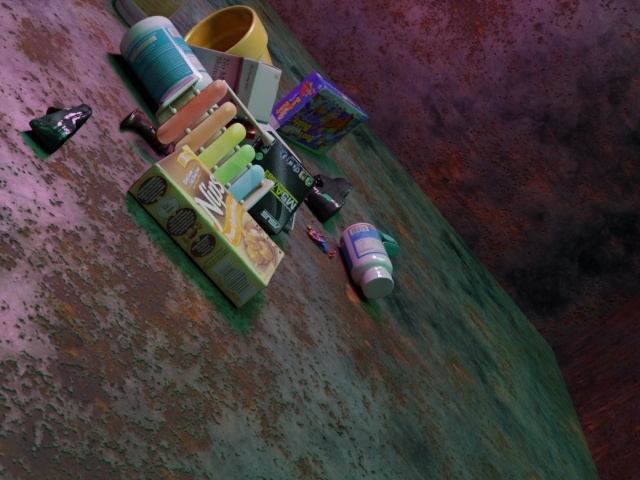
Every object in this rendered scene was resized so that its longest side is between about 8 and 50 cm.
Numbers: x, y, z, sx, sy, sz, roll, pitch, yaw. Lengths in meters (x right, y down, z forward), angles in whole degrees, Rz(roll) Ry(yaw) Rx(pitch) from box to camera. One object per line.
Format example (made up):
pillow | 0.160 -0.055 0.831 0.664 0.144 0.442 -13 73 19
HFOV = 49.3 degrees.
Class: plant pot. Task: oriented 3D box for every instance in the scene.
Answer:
plant pot | -0.247 -0.510 2.038 0.239 0.254 0.254 57 10 -44

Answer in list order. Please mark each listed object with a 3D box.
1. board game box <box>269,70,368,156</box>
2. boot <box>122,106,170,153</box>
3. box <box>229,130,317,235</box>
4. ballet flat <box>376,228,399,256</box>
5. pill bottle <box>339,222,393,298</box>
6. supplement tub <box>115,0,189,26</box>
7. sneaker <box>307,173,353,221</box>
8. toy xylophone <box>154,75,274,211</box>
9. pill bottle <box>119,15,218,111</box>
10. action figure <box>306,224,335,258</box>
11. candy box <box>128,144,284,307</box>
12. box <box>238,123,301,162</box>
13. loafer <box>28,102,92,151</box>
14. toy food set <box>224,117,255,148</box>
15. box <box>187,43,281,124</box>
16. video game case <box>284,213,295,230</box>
board game box | -0.008 -0.433 2.442 0.347 0.233 0.078 16 40 -61
boot | -0.371 -0.231 1.509 0.114 0.037 0.106 51 16 -18
box | -0.124 -0.141 1.719 0.190 0.184 0.045 47 -25 -26
ballet flat | 0.176 0.000 2.350 0.087 0.083 0.247 35 6 34
pill bottle | 0.139 0.063 2.044 0.124 0.124 0.221 37 25 -39
supplement tub | -0.443 -0.668 1.887 0.144 0.200 0.144 46 19 -20
sneaker | 0.022 -0.164 2.228 0.130 0.109 0.286 43 17 -7
toy xylophone | -0.224 -0.230 1.574 0.322 0.236 0.081 47 -23 -27
pill bottle | -0.354 -0.394 1.675 0.264 0.146 0.146 55 18 8
action figure | 0.000 0.000 1.982 0.115 0.030 0.038 45 24 -15
candy box | -0.221 -0.033 1.413 0.316 0.087 0.183 49 18 -10
box | -0.153 -0.247 1.970 0.170 0.091 0.130 50 18 -5
loafer | -0.456 -0.217 1.238 0.061 0.062 0.170 41 19 -16
toy food set | -0.230 -0.245 1.781 0.105 0.111 0.232 10 47 -19
box | -0.241 -0.400 1.787 0.232 0.148 0.127 18 8 22
video game case | -0.118 -0.143 1.824 0.173 0.022 0.190 32 58 -46
